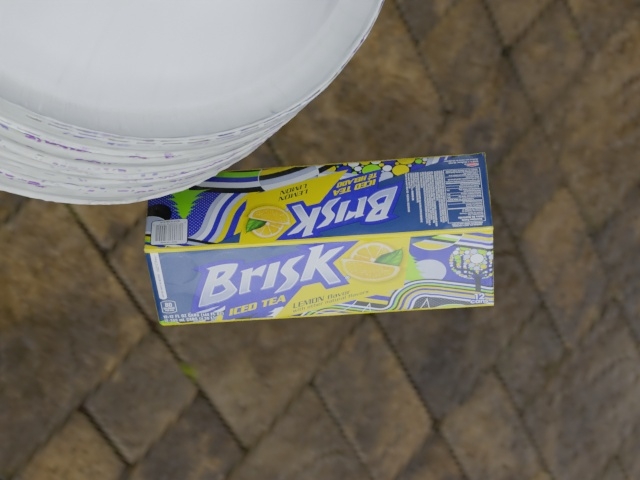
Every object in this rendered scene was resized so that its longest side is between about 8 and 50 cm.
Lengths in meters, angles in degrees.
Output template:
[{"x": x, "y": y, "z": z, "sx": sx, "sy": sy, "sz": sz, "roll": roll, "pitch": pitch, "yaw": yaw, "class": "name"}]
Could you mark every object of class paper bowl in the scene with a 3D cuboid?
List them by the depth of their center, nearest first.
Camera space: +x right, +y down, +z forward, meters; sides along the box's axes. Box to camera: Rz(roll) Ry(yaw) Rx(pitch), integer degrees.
[{"x": -0.095, "y": -0.170, "z": 0.765, "sx": 0.284, "sy": 0.148, "sz": 0.284, "roll": 9, "pitch": 68, "yaw": -24, "class": "paper bowl"}]

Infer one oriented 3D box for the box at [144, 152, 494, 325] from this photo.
[{"x": 0.000, "y": 0.000, "z": 0.858, "sx": 0.059, "sy": 0.169, "sz": 0.054, "roll": 84, "pitch": 4, "yaw": -46, "class": "box"}]
